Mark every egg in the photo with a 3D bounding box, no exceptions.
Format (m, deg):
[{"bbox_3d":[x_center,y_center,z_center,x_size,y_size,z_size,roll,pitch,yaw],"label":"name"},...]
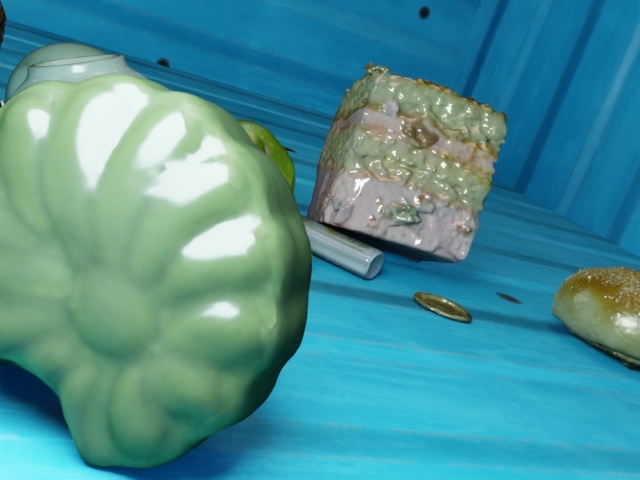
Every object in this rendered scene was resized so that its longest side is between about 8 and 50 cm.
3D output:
[{"bbox_3d":[-0.454,-0.260,1.874,0.203,0.203,0.283,25,18,19],"label":"egg"}]

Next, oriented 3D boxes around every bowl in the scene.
[{"bbox_3d":[-0.371,-0.205,1.601,0.337,0.157,0.337,-6,15,2],"label":"bowl"}]

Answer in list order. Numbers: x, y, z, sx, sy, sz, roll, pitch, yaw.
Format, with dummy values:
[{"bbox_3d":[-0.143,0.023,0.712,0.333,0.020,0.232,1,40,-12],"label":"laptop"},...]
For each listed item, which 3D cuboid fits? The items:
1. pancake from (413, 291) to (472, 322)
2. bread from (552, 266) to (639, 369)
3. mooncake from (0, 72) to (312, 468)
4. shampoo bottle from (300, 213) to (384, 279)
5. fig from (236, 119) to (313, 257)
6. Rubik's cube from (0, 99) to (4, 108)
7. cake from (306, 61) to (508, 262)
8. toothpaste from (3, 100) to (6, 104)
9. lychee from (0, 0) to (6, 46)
[{"bbox_3d":[0.214,0.116,1.791,0.115,0.011,0.115,18,13,-4],"label":"pancake"},{"bbox_3d":[0.583,0.146,1.886,0.314,0.171,0.192,24,9,17],"label":"bread"},{"bbox_3d":[-0.177,0.021,0.919,0.351,0.351,0.187,23,2,11],"label":"mooncake"},{"bbox_3d":[0.000,0.000,1.835,0.227,0.056,0.086,25,9,20],"label":"shampoo bottle"},{"bbox_3d":[-0.113,-0.052,1.668,0.275,0.206,0.206,54,13,-4],"label":"fig"},{"bbox_3d":[-0.510,-0.184,1.415,0.284,0.234,0.250,13,14,-27],"label":"Rubik's cube"},{"bbox_3d":[0.157,-0.130,1.959,0.314,0.306,0.293,17,-7,-11],"label":"cake"},{"bbox_3d":[-0.593,-0.228,1.882,0.089,0.057,0.234,22,19,14],"label":"toothpaste"},{"bbox_3d":[-0.745,-0.430,1.959,0.300,0.300,0.300,20,13,-5],"label":"lychee"}]
